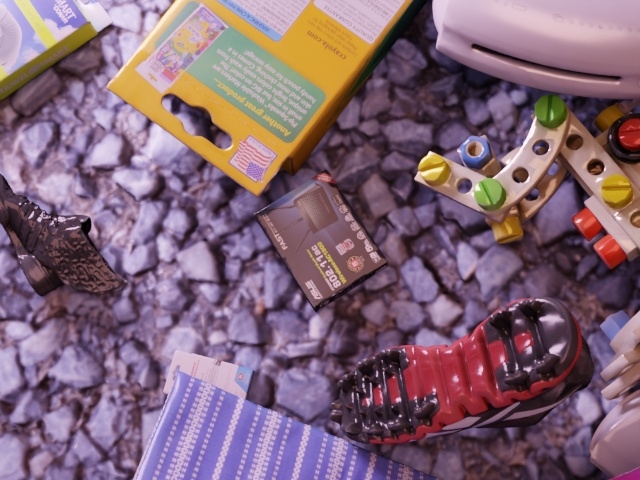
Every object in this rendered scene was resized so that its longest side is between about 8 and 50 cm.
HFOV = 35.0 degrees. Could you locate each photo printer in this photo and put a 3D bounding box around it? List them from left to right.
[{"bbox_3d":[0.249,-0.274,1.022,0.256,0.107,0.307,12,54,4],"label":"photo printer"}]

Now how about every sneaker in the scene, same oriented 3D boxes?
[{"bbox_3d":[-0.281,-0.009,1.069,0.089,0.051,0.170,-27,85,-4],"label":"sneaker"},{"bbox_3d":[0.142,0.143,0.988,0.276,0.135,0.098,-25,56,29],"label":"sneaker"}]

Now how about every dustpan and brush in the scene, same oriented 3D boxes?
[{"bbox_3d":[0.382,0.176,1.025,0.147,0.060,0.211,39,89,1],"label":"dustpan and brush"}]

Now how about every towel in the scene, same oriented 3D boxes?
[{"bbox_3d":[-0.011,0.269,0.925,0.336,0.040,0.243,24,42,-6],"label":"towel"}]

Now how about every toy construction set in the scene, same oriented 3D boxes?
[{"bbox_3d":[0.267,-0.007,0.998,0.215,0.151,0.328,-37,81,7],"label":"toy construction set"}]

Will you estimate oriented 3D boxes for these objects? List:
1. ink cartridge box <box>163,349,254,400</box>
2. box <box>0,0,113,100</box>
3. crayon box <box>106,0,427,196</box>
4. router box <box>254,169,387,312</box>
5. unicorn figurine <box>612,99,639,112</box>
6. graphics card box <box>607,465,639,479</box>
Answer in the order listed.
[{"bbox_3d":[-0.114,0.146,1.046,0.083,0.028,0.048,15,80,3],"label":"ink cartridge box"},{"bbox_3d":[-0.333,-0.235,1.114,0.178,0.042,0.109,-36,81,-5],"label":"box"},{"bbox_3d":[-0.046,-0.220,1.085,0.203,0.083,0.323,36,81,7],"label":"crayon box"},{"bbox_3d":[0.000,0.000,1.066,0.092,0.038,0.122,-33,81,-4],"label":"router box"},{"bbox_3d":[0.368,-0.115,1.068,0.111,0.060,0.162,6,74,-9],"label":"unicorn figurine"},{"bbox_3d":[0.302,0.302,0.825,0.371,0.094,0.233,-20,49,-5],"label":"graphics card box"}]
